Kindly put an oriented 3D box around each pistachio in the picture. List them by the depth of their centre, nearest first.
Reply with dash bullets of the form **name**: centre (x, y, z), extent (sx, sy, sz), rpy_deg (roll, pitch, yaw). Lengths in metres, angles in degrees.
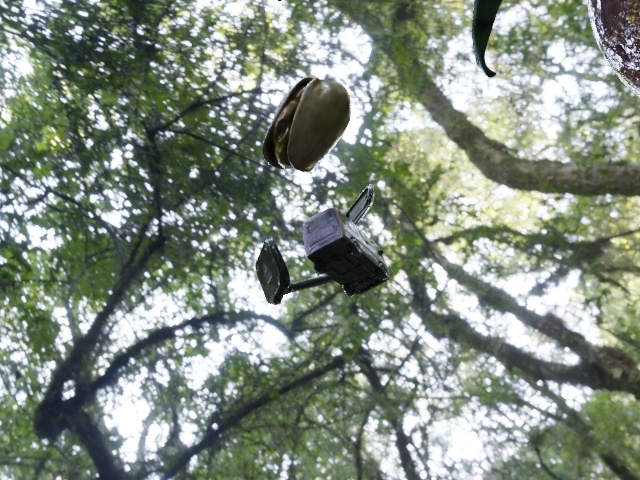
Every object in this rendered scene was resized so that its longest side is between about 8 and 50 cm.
- **pistachio**: centre (-0.020, -0.217, 1.277), extent (0.215, 0.143, 0.144), rpy_deg (-58, -47, -23)

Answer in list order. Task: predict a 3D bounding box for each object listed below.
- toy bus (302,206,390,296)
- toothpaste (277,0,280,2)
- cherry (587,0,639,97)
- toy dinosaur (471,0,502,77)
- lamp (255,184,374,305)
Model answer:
- **toy bus**: centre (0.050, 0.025, 1.331), extent (0.096, 0.108, 0.199), rpy_deg (-29, -39, 19)
- **toothpaste**: centre (-0.092, -0.528, 1.214), extent (0.067, 0.043, 0.195), rpy_deg (-18, -68, 24)
- **cherry**: centre (0.415, -0.275, 0.779), extent (0.285, 0.212, 0.236), rpy_deg (58, -135, -53)
- **toy dinosaur**: centre (0.215, -0.370, 0.883), extent (0.079, 0.120, 0.292), rpy_deg (-5, -55, -27)
- **lamp**: centre (0.006, 0.004, 1.398), extent (0.283, 0.125, 0.203), rpy_deg (-27, -23, -31)
